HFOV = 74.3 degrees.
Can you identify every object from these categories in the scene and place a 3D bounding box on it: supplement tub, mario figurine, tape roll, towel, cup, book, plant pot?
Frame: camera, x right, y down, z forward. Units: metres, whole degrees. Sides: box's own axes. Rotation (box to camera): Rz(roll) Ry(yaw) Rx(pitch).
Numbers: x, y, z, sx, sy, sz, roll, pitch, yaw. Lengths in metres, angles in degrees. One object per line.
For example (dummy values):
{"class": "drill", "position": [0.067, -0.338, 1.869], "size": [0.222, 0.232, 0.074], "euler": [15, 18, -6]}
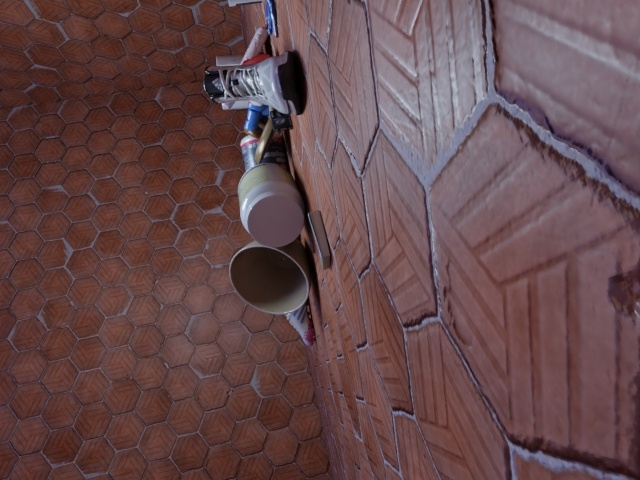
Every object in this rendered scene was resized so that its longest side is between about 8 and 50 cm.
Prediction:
{"class": "supplement tub", "position": [-0.185, -0.137, 1.579], "size": [0.325, 0.235, 0.236], "euler": [-114, 15, -60]}
{"class": "mario figurine", "position": [-0.205, -0.534, 1.574], "size": [0.321, 0.170, 0.198], "euler": [107, 143, -54]}
{"class": "tape roll", "position": [-0.401, -0.762, 2.036], "size": [0.246, 0.169, 0.246], "euler": [174, 90, -83]}
{"class": "towel", "position": [-0.320, -0.710, 1.765], "size": [0.332, 0.053, 0.317], "euler": [-61, 19, 11]}
{"class": "cup", "position": [-0.175, 0.102, 1.739], "size": [0.237, 0.330, 0.331], "euler": [-65, -27, -56]}
{"class": "book", "position": [0.000, 0.000, 1.209], "size": [0.096, 0.035, 0.144], "euler": [86, 169, -65]}
{"class": "plant pot", "position": [-0.212, -0.414, 1.678], "size": [0.236, 0.032, 0.237], "euler": [-156, 90, -81]}
{"class": "supplement tub", "position": [-0.241, -0.331, 1.885], "size": [0.191, 0.191, 0.273], "euler": [155, 104, -82]}

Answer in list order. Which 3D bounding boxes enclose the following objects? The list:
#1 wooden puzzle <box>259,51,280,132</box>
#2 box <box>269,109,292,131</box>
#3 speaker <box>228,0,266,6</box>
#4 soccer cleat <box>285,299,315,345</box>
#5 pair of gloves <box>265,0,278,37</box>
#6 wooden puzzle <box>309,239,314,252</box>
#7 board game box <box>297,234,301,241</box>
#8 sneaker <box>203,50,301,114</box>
{"class": "wooden puzzle", "position": [-0.266, -0.670, 2.000], "size": [0.322, 0.080, 0.348], "euler": [-137, 36, -77]}
{"class": "box", "position": [-0.136, -0.416, 1.462], "size": [0.018, 0.067, 0.083], "euler": [94, 164, -62]}
{"class": "speaker", "position": [-0.266, -0.871, 1.503], "size": [0.055, 0.136, 0.055], "euler": [169, 90, -82]}
{"class": "soccer cleat", "position": [-0.118, 0.402, 2.199], "size": [0.116, 0.143, 0.332], "euler": [-129, 28, -74]}
{"class": "pair of gloves", "position": [-0.165, -0.748, 1.371], "size": [0.198, 0.023, 0.159], "euler": [-111, 12, -54]}
{"class": "wooden puzzle", "position": [-0.031, 0.021, 1.532], "size": [0.083, 0.006, 0.050], "euler": [-178, 77, -82]}
{"class": "board game box", "position": [-0.130, -0.074, 1.993], "size": [0.165, 0.042, 0.243], "euler": [-109, 11, -46]}
{"class": "sneaker", "position": [-0.204, -0.435, 1.220], "size": [0.447, 0.257, 0.169], "euler": [-120, 21, -67]}
